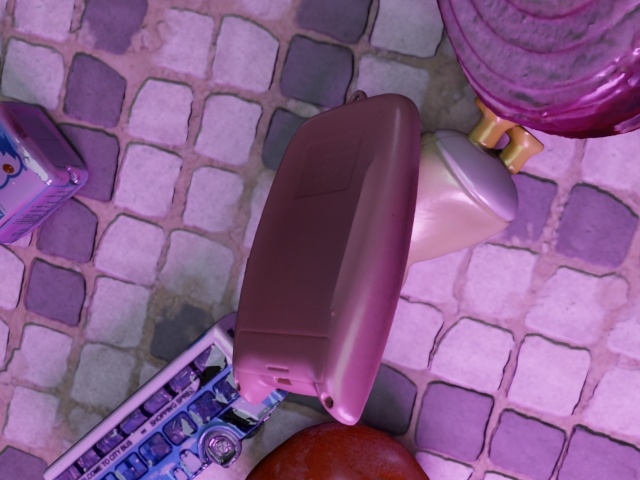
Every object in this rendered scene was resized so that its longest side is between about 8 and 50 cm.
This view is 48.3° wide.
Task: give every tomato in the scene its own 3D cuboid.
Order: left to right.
[{"bbox_3d":[0.015,0.306,0.747,0.231,0.188,0.232,1,95,9],"label":"tomato"}]

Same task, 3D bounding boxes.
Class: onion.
[{"bbox_3d":[0.259,-0.257,0.601,0.281,0.260,0.337,22,113,44],"label":"onion"}]

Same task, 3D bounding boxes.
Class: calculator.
[{"bbox_3d":[0.000,0.000,0.693,0.048,0.220,0.330,23,72,-34],"label":"calculator"}]

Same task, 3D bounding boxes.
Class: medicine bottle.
[{"bbox_3d":[-0.377,-0.058,0.822,0.188,0.094,0.119,-38,90,12],"label":"medicine bottle"}]

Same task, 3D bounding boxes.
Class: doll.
[{"bbox_3d":[0.090,-0.021,0.734,0.296,0.141,0.117,-36,48,24],"label":"doll"}]

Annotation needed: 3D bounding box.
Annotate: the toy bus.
[{"bbox_3d":[-0.169,0.220,0.815,0.297,0.106,0.131,-40,87,11],"label":"toy bus"}]
